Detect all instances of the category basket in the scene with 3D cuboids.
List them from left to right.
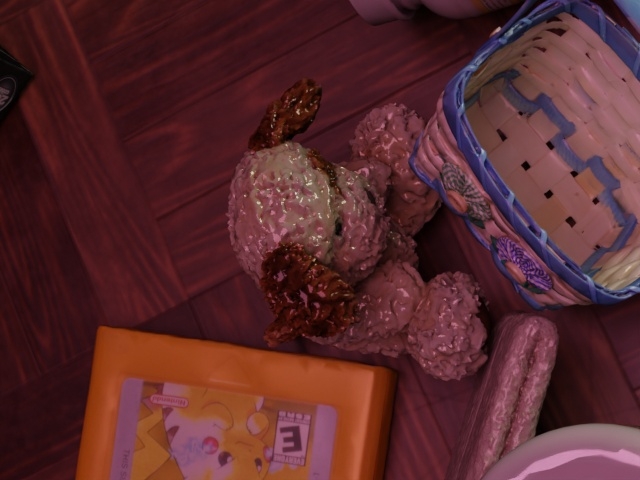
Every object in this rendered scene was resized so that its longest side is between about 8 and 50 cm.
[{"bbox_3d":[0.219,-0.071,1.482,0.255,0.289,0.201,49,57,0],"label":"basket"}]

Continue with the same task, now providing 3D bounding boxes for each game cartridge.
[{"bbox_3d":[-0.091,0.252,1.691,0.285,0.052,0.324,7,85,19],"label":"game cartridge"}]

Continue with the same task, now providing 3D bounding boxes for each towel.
[{"bbox_3d":[0.133,0.193,1.549,0.049,0.187,0.282,18,88,-1],"label":"towel"}]

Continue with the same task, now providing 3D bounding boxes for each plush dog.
[{"bbox_3d":[0.000,0.000,1.574,0.210,0.225,0.262,-24,57,17],"label":"plush dog"}]

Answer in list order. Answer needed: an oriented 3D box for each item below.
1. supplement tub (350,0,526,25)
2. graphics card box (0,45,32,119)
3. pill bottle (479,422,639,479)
[{"bbox_3d":[0.170,-0.322,1.575,0.331,0.241,0.241,-16,78,16],"label":"supplement tub"},{"bbox_3d":[-0.452,-0.056,1.756,0.094,0.233,0.371,38,95,23],"label":"graphics card box"},{"bbox_3d":[0.236,0.243,1.415,0.210,0.363,0.210,-2,83,18],"label":"pill bottle"}]
